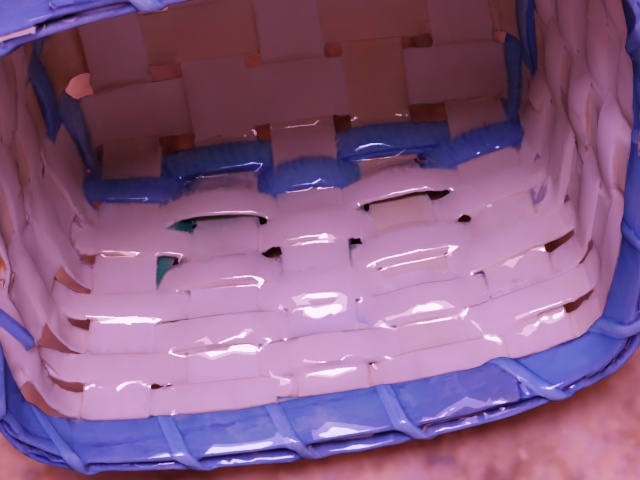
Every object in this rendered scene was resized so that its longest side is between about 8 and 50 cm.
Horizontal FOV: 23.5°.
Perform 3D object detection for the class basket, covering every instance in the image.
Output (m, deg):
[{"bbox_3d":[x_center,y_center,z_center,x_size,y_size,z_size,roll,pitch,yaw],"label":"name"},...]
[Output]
[{"bbox_3d":[0.000,0.000,0.468,0.255,0.201,0.289,-7,37,3],"label":"basket"}]
